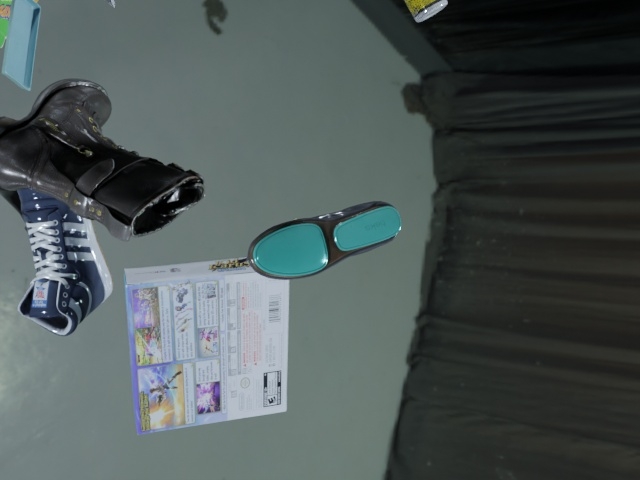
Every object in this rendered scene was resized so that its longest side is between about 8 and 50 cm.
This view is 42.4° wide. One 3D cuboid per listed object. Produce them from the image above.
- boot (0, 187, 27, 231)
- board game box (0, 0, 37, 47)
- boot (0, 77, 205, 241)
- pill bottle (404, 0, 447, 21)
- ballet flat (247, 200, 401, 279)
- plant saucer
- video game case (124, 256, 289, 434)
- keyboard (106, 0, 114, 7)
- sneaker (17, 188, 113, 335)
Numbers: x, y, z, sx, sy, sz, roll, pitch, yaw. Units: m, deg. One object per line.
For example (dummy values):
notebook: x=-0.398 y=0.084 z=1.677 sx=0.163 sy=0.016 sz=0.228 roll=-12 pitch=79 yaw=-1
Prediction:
boot: x=-0.632 y=-0.041 z=1.891 sx=0.348 sy=0.131 sz=0.260 roll=72 pitch=1 yaw=-76
board game box: x=-0.575 y=-0.503 z=1.607 sx=0.039 sy=0.124 sz=0.259 roll=22 pitch=104 yaw=-44
boot: x=-0.232 y=-0.085 z=0.913 sx=0.263 sy=0.228 sz=0.091 roll=-56 pitch=161 yaw=-56
pill bottle: x=0.168 y=-0.448 z=1.444 sx=0.065 sy=0.065 sz=0.116 roll=-32 pitch=93 yaw=-46
ballet flat: x=0.000 y=0.000 z=0.986 sx=0.203 sy=0.074 sz=0.074 roll=-16 pitch=106 yaw=-23
plant saucer: x=-0.548 y=-0.368 z=1.511 sx=0.067 sy=0.018 sz=0.192 roll=44 pitch=38 yaw=-59
video game case: x=-0.174 y=0.161 z=1.290 sx=0.244 sy=0.061 sz=0.270 roll=-6 pitch=116 yaw=-17
keyboard: x=-0.552 y=-0.609 z=1.822 sx=0.014 sy=0.256 sz=0.072 roll=-49 pitch=171 yaw=-5
sneaker: x=-0.433 y=0.021 z=1.318 sx=0.153 sy=0.099 sz=0.282 roll=-62 pitch=142 yaw=-51
